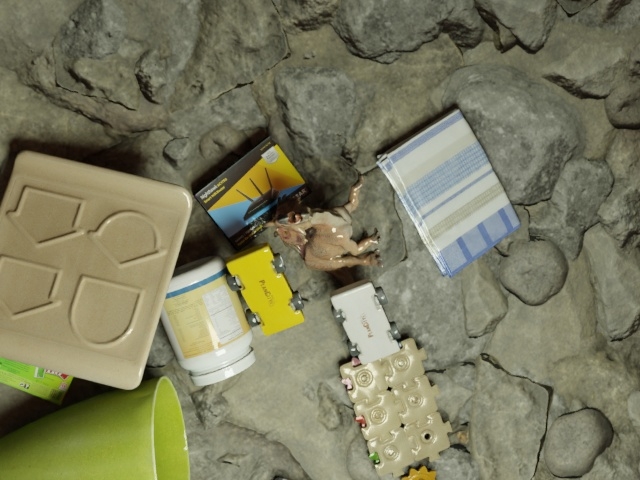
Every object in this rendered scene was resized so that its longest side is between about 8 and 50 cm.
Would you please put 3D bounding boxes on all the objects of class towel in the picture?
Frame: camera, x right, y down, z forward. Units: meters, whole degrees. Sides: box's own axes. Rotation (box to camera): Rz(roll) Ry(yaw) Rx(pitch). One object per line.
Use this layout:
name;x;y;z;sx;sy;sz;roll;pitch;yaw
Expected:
towel;0.256;-0.094;1.748;0.209;0.034;0.285;-34;102;-14

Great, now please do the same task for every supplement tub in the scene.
supplement tub;-0.206;0.141;1.572;0.144;0.144;0.200;-22;98;-14

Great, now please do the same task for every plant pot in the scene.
plant pot;-0.392;0.384;1.493;0.293;0.275;0.275;-8;95;1

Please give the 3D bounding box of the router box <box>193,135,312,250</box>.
router box;-0.126;-0.087;1.635;0.179;0.046;0.133;-40;102;-10

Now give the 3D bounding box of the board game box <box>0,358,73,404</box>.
board game box;-0.519;0.208;1.540;0.181;0.043;0.092;25;85;-15

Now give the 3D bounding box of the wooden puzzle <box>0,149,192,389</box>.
wooden puzzle;-0.407;0.049;1.495;0.322;0.080;0.348;13;80;5

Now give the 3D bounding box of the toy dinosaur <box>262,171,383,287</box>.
toy dinosaur;0.000;0.000;1.620;0.200;0.127;0.296;-14;139;-6

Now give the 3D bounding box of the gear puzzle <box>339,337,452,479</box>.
gear puzzle;0.162;0.364;1.737;0.175;0.044;0.339;-21;98;-10

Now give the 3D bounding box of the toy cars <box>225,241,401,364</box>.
toy cars;-0.010;0.104;1.602;0.393;0.087;0.176;20;120;-24

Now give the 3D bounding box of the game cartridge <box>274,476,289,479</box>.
game cartridge;0.036;0.614;1.674;0.355;0.068;0.230;28;64;-15
